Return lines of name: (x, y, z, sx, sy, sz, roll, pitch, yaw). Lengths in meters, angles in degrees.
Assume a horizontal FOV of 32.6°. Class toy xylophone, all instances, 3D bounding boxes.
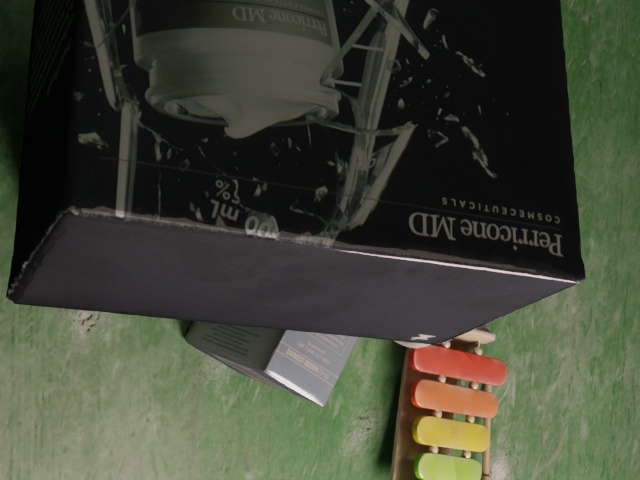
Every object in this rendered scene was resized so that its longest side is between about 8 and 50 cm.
toy xylophone: (0.201, 0.280, 1.625, 0.236, 0.081, 0.323, 6, 83, -41)

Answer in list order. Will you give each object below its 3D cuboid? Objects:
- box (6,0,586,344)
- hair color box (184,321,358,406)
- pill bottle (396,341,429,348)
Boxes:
box: (-0.031, -0.170, 1.083, 0.479, 0.297, 0.472, 7, 71, -22)
hair color box: (0.000, 0.000, 1.374, 0.113, 0.185, 0.374, 36, 76, -36)
pill bottle: (0.199, 0.025, 1.550, 0.278, 0.162, 0.162, -28, 114, -31)
